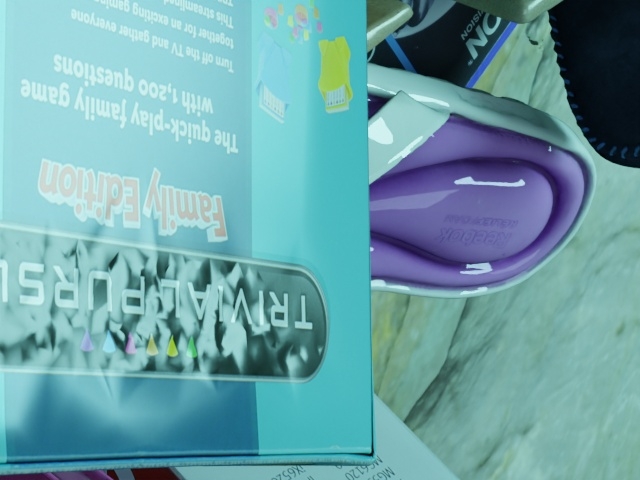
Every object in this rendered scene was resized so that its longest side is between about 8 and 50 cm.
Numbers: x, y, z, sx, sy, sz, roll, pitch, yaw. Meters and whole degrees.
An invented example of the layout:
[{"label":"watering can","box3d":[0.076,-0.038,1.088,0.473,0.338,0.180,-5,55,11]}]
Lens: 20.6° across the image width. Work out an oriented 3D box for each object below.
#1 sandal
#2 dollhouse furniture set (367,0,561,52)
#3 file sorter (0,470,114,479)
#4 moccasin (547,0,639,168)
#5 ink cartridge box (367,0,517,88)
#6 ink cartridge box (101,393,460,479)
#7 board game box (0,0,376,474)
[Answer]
[{"label":"sandal","box3d":[0.004,-0.013,0.916,0.416,0.102,0.169,-6,128,-36]},{"label":"dollhouse furniture set","box3d":[0.019,-0.190,0.744,0.135,0.259,0.262,-41,144,-33]},{"label":"file sorter","box3d":[-0.220,0.101,0.625,0.202,0.290,0.182,-53,140,-12]},{"label":"moccasin","box3d":[0.147,-0.208,0.956,0.117,0.137,0.342,3,78,-57]},{"label":"ink cartridge box","box3d":[0.055,-0.120,1.018,0.206,0.045,0.208,-55,145,-10]},{"label":"ink cartridge box","box3d":[-0.041,0.219,0.846,0.130,0.272,0.309,-26,152,-46]},{"label":"board game box","box3d":[-0.079,-0.104,0.484,0.253,0.079,0.336,11,77,-59]}]
